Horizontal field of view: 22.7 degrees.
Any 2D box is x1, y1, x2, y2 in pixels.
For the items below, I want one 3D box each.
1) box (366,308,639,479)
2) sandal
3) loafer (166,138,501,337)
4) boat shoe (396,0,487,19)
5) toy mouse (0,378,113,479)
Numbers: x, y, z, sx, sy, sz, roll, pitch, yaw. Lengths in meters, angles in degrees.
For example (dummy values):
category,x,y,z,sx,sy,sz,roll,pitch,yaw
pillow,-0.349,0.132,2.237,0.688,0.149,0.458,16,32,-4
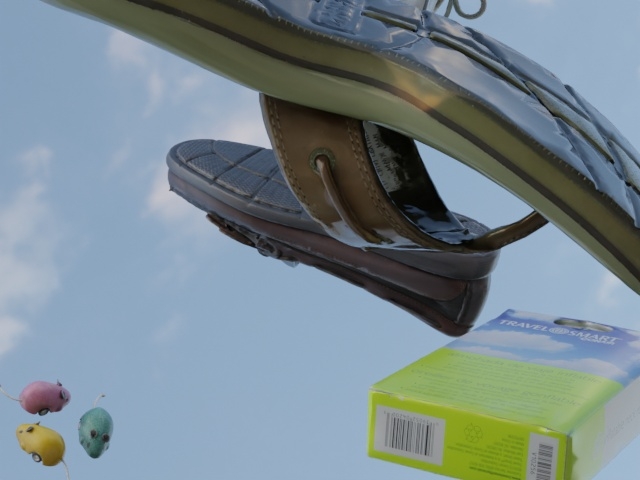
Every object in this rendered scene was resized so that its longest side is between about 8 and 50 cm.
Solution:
category,x,y,z,sx,sy,sz,roll,pitch,yaw
box,0.111,0.082,0.841,0.178,0.109,0.042,-21,-63,-59
sandal,0.012,-0.049,0.643,0.303,0.120,0.086,25,-69,5
loafer,0.000,0.000,1.340,0.109,0.303,0.095,-41,-35,-56
boat shoe,0.101,-0.280,1.634,0.156,0.136,0.367,-30,-16,-17
toy mouse,-0.282,0.194,1.788,0.143,0.161,0.031,-30,-26,-50
